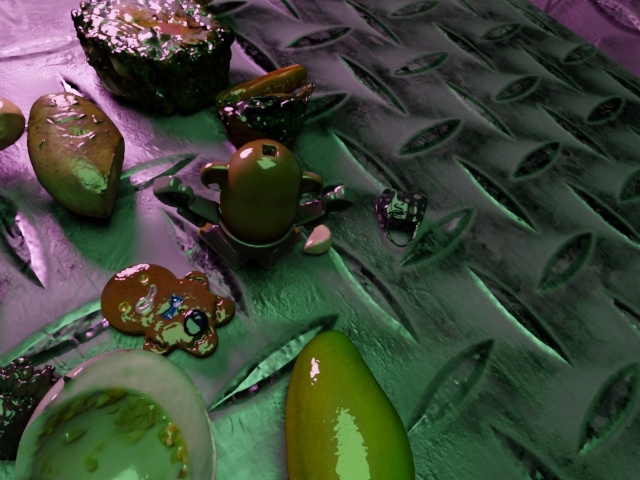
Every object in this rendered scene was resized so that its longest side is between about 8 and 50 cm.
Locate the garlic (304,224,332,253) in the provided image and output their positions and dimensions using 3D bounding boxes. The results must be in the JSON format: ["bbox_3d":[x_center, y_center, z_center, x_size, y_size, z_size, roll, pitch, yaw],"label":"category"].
[{"bbox_3d":[-0.001,-0.001,0.930,0.053,0.041,0.083,12,47,9],"label":"garlic"}]

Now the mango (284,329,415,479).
[{"bbox_3d":[0.039,0.303,0.671,0.193,0.156,0.342,1,57,-15],"label":"mango"}]

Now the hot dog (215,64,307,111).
[{"bbox_3d":[-0.154,-0.394,1.109,0.269,0.072,0.115,-31,33,-23],"label":"hot dog"}]

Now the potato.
[{"bbox_3d":[-0.482,-0.170,0.856,0.176,0.141,0.298,-20,74,-22],"label":"potato"}]

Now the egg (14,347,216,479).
[{"bbox_3d":[-0.287,0.283,0.601,0.271,0.162,0.206,52,24,-22],"label":"egg"}]

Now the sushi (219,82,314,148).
[{"bbox_3d":[-0.108,-0.295,1.028,0.287,0.140,0.149,-24,60,-26],"label":"sushi"}]

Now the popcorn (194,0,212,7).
[{"bbox_3d":[-0.420,-0.741,1.192,0.235,0.216,0.180,16,59,9],"label":"popcorn"}]

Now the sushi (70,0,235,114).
[{"bbox_3d":[-0.412,-0.478,1.047,0.352,0.178,0.294,35,58,10],"label":"sushi"}]

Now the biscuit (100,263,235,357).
[{"bbox_3d":[-0.283,0.124,0.778,0.237,0.039,0.179,20,56,1],"label":"biscuit"}]

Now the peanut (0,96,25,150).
[{"bbox_3d":[-0.728,-0.204,0.795,0.319,0.147,0.147,-17,63,-11],"label":"peanut"}]

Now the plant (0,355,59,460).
[{"bbox_3d":[-0.455,0.244,0.625,0.095,0.092,0.143,12,61,3],"label":"plant"}]

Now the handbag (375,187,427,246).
[{"bbox_3d":[0.190,-0.047,0.991,0.115,0.072,0.139,11,60,-10],"label":"handbag"}]

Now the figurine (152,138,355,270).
[{"bbox_3d":[-0.115,-0.066,0.793,0.343,0.284,0.167,-19,66,-23],"label":"figurine"}]
